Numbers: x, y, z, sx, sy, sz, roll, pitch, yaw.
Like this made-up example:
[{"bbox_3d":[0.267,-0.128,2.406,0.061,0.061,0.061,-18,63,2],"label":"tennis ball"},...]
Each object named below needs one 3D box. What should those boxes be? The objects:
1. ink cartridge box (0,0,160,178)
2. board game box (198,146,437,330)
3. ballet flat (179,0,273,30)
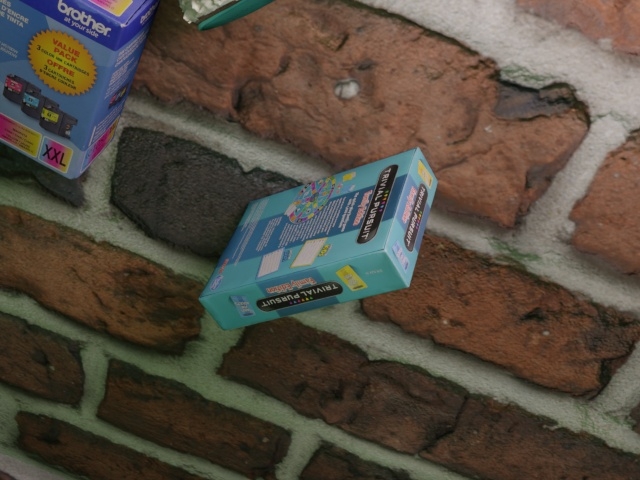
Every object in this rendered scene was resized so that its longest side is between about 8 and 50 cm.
[{"bbox_3d":[-0.416,-0.320,1.324,0.270,0.151,0.395,28,131,-5],"label":"ink cartridge box"},{"bbox_3d":[0.000,0.000,1.371,0.336,0.253,0.079,-15,123,30],"label":"board game box"},{"bbox_3d":[-0.031,-0.392,1.138,0.409,0.147,0.147,-12,124,28],"label":"ballet flat"}]
